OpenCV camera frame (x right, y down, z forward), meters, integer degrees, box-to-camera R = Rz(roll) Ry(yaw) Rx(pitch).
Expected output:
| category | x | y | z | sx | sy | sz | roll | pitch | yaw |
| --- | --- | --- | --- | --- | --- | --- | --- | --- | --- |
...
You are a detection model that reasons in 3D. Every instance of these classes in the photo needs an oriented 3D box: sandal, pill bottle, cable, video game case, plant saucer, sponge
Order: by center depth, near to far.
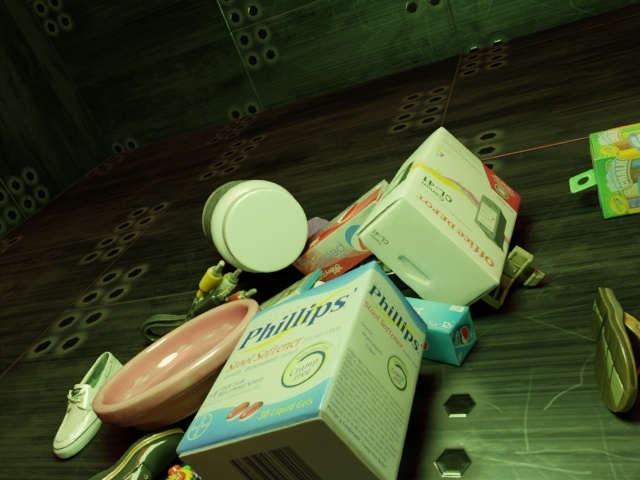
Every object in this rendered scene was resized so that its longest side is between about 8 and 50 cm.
| category | x | y | z | sx | sy | sz | roll | pitch | yaw |
| --- | --- | --- | --- | --- | --- | --- | --- | --- | --- |
| sandal | 0.411 | 0.141 | 0.795 | 0.060 | 0.090 | 0.219 | 10 | 28 | 14 |
| plant saucer | -0.240 | 0.227 | 1.049 | 0.332 | 0.084 | 0.332 | -29 | 10 | 6 |
| video game case | -0.078 | 0.119 | 1.185 | 0.166 | 0.015 | 0.119 | -33 | 4 | 24 |
| cable | -0.258 | 0.157 | 1.265 | 0.287 | 0.139 | 0.072 | -33 | 24 | 28 |
| pill bottle | -0.157 | -0.037 | 1.340 | 0.204 | 0.204 | 0.361 | -28 | 12 | -12 |
| sponge | 0.000 | 0.000 | 1.425 | 0.117 | 0.031 | 0.210 | -33 | 27 | -20 |

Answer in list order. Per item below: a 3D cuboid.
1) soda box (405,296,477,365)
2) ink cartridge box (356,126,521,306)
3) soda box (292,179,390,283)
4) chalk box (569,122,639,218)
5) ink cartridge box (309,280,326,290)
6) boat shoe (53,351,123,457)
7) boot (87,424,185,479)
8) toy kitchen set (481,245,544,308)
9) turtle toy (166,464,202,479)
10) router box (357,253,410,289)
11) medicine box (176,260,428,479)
| category | x | y | z | sx | sy | sz | roll | pitch | yaw |
| --- | --- | --- | --- | --- | --- | --- | --- | --- | --- |
| soda box | 0.150 | 0.143 | 0.984 | 0.210 | 0.071 | 0.067 | 5 | 36 | 44 |
| ink cartridge box | 0.230 | -0.044 | 1.069 | 0.131 | 0.226 | 0.306 | -45 | 6 | 38 |
| soda box | 0.062 | -0.007 | 1.202 | 0.263 | 0.092 | 0.083 | -38 | 16 | 37 |
| chalk box | 0.585 | -0.136 | 1.105 | 0.213 | 0.132 | 0.132 | -10 | 28 | 24 |
| ink cartridge box | -0.001 | 0.144 | 1.108 | 0.198 | 0.067 | 0.115 | -37 | 28 | -27 |
| boat shoe | -0.461 | 0.313 | 1.139 | 0.083 | 0.076 | 0.226 | -15 | 27 | 16 |
| boot | -0.263 | 0.384 | 0.876 | 0.198 | 0.077 | 0.137 | -37 | 42 | -24 |
| toy kitchen set | 0.332 | 0.072 | 0.990 | 0.068 | 0.083 | 0.075 | 33 | 47 | 9 |
| turtle toy | -0.190 | 0.355 | 0.854 | 0.095 | 0.066 | 0.130 | -10 | 28 | 23 |
| router box | 0.165 | 0.045 | 1.189 | 0.179 | 0.046 | 0.133 | -14 | 26 | 16 |
| medicine box | -0.014 | 0.205 | 0.827 | 0.263 | 0.149 | 0.289 | -27 | 22 | 33 |
